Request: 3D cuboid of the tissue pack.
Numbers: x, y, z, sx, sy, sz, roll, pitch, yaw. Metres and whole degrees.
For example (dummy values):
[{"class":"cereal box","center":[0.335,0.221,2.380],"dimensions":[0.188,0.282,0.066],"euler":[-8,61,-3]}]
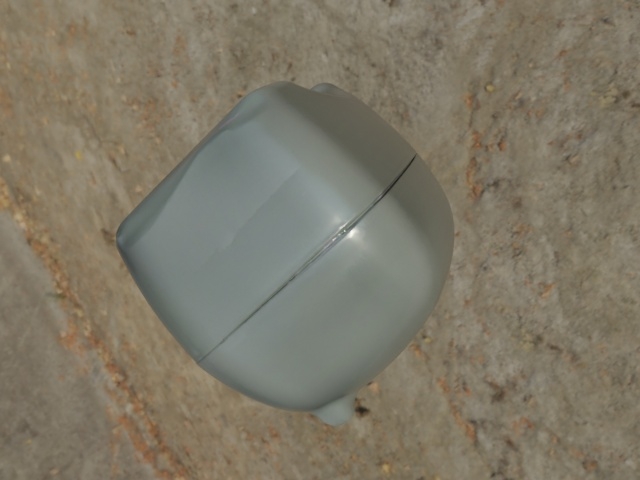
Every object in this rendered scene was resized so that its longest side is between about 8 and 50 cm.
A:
[{"class":"tissue pack","center":[0.000,0.000,0.627],"dimensions":[0.229,0.333,0.236],"euler":[-43,92,17]}]
